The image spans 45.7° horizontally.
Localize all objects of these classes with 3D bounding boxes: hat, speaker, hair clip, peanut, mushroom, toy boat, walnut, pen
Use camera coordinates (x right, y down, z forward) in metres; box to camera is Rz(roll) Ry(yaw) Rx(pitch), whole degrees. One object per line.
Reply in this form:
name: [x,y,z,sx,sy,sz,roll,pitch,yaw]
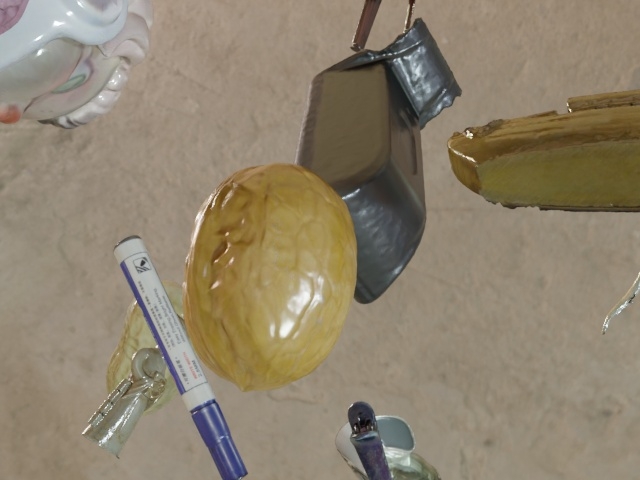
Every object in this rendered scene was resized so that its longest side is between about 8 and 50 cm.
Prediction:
hat: [0.136,0.513,1.644,0.275,0.232,0.161,44,117,-8]
speaker: [0.087,-0.124,1.010,0.184,0.180,0.388,-24,33,23]
hair clip: [0.100,0.397,1.264,0.048,0.275,0.083,-17,27,2]
peanut: [-0.293,0.198,1.354,0.152,0.152,0.313,40,122,25]
mushroom: [0.738,0.087,1.779,0.068,0.043,0.306,22,96,-21]
toy boat: [0.280,-0.093,0.730,0.321,0.089,0.121,-1,39,26]
walnut: [-0.045,0.031,0.670,0.159,0.159,0.207,5,73,15]
pen: [-0.107,0.088,0.574,0.025,0.025,0.204,-28,76,-1]

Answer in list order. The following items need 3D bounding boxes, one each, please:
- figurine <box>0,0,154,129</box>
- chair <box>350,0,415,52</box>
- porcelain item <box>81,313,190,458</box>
figurine: [-0.269,-0.200,0.601,0.253,0.361,0.211,6,96,15]
chair: [0.114,-0.517,1.330,0.175,0.183,0.327,5,68,38]
porcelain item: [-0.254,0.204,1.098,0.054,0.084,0.213,24,68,25]
